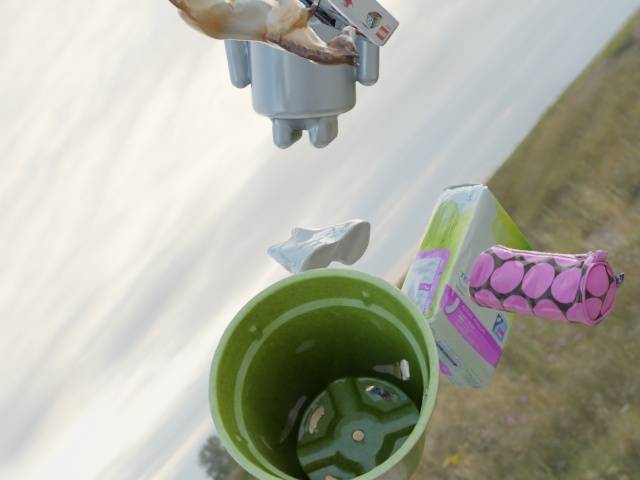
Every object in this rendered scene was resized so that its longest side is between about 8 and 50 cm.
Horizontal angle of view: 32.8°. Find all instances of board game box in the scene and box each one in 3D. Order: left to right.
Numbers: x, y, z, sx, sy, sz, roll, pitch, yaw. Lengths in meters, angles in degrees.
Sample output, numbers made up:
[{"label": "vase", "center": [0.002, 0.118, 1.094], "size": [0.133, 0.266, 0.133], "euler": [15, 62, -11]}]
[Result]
[{"label": "board game box", "center": [-0.036, -0.416, 1.636], "size": [0.053, 0.305, 0.193], "euler": [-53, 36, 1]}]

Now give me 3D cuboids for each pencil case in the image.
[{"label": "pencil case", "center": [0.299, 0.055, 1.481], "size": [0.095, 0.098, 0.209], "euler": [-9, 10, -42]}]

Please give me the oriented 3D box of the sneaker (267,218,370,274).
[{"label": "sneaker", "center": [0.000, 0.000, 1.753], "size": [0.212, 0.094, 0.080], "euler": [-19, -55, -53]}]

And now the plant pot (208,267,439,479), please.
[{"label": "plant pot", "center": [0.029, 0.212, 1.365], "size": [0.276, 0.276, 0.254], "euler": [-48, -28, -13]}]

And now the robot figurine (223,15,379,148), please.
[{"label": "robot figurine", "center": [-0.036, -0.352, 2.030], "size": [0.200, 0.300, 0.353], "euler": [-60, -31, -73]}]

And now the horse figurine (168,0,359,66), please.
[{"label": "horse figurine", "center": [-0.085, -0.277, 1.245], "size": [0.066, 0.263, 0.174], "euler": [120, 158, -47]}]

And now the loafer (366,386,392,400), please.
[{"label": "loafer", "center": [0.125, 0.285, 1.798], "size": [0.076, 0.078, 0.223], "euler": [-31, -27, 2]}]

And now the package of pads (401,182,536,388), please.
[{"label": "package of pads", "center": [0.253, 0.074, 1.888], "size": [0.101, 0.229, 0.296], "euler": [-3, 51, 41]}]
